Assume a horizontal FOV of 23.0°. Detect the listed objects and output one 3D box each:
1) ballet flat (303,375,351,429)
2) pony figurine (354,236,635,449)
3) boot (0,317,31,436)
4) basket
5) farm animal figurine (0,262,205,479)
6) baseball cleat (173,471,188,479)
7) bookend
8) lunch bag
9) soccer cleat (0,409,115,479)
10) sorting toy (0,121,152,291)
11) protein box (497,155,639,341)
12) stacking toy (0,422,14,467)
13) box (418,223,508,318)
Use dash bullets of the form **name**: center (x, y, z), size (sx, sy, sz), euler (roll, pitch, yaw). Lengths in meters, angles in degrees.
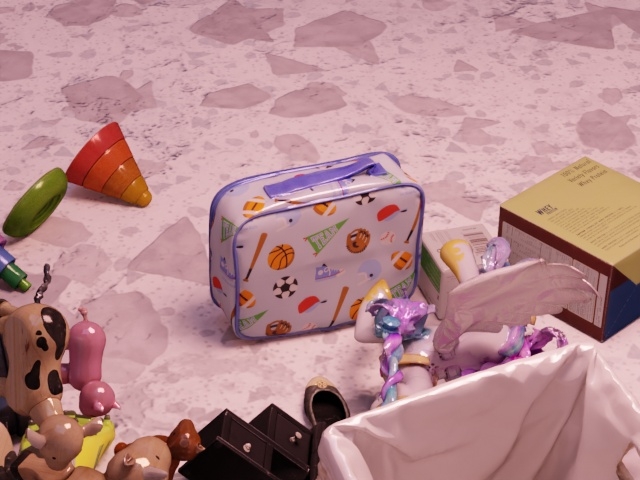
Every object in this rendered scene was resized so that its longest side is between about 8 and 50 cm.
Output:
- **ballet flat**: center (0.015, 0.224, 1.974), size (0.057, 0.049, 0.173), euler (-4, 34, -10)
- **pony figurine**: center (0.193, 0.135, 1.957), size (0.351, 0.303, 0.363), euler (-15, 26, 13)
- **boot**: center (-0.485, 0.172, 1.992), size (0.207, 0.094, 0.246), euler (-8, 41, -21)
- **basket**: center (0.186, 0.332, 1.567), size (0.331, 0.266, 0.328), euler (-15, 54, -23)
- **farm animal figurine**: center (-0.249, 0.243, 1.610), size (0.172, 0.330, 0.327), euler (6, 59, 43)
- **baseball cleat**: center (-0.175, 0.318, 1.809), size (0.206, 0.072, 0.109), euler (-25, 47, -28)
- **bookend**: center (-0.076, 0.244, 1.848), size (0.156, 0.072, 0.157), euler (38, 28, -19)
- **lunch bag**: center (0.000, 0.000, 2.137), size (0.303, 0.243, 0.115), euler (-14, 37, -20)
- **soccer cleat**: center (-0.312, 0.281, 1.842), size (0.093, 0.121, 0.289), euler (1, 12, 9)
- **sorting toy**: center (-0.371, -0.035, 2.335), size (0.126, 0.127, 0.365), euler (40, 45, 3)
- **protein box**: center (0.387, 0.008, 2.234), size (0.200, 0.136, 0.201), euler (-28, 44, -35)
- **stacking toy**: center (-0.527, 0.281, 1.813), size (0.330, 0.141, 0.141), euler (-3, 33, 5)
- **box**: center (0.199, 0.043, 2.219), size (0.102, 0.087, 0.101), euler (-9, 35, -14)
